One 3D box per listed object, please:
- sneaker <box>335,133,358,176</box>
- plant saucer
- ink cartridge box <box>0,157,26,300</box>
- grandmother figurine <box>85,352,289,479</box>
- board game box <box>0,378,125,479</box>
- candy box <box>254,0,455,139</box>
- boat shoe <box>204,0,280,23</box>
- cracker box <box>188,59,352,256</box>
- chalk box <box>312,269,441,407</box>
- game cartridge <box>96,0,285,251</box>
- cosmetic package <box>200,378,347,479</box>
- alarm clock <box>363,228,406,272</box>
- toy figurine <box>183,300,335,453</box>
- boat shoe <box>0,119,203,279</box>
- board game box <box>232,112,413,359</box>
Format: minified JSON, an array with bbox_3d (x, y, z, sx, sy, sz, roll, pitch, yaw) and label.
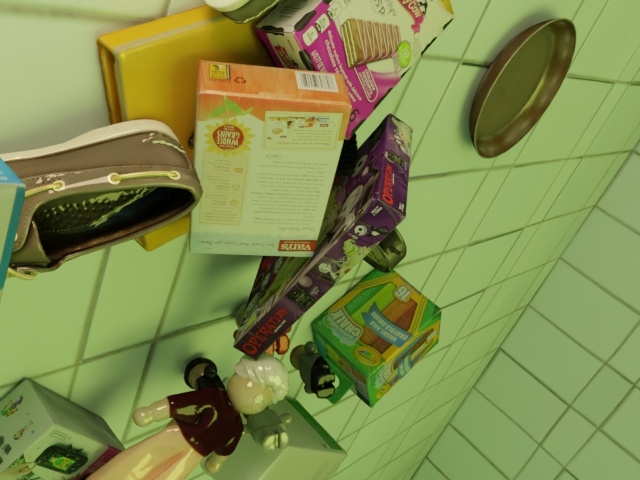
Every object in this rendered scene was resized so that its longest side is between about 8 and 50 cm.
[{"bbox_3d":[0.017,-0.168,0.863,0.057,0.075,0.161,0,99,-32],"label":"sneaker"},{"bbox_3d":[0.402,-0.311,1.311,0.310,0.050,0.310,-35,149,-25],"label":"plant saucer"},{"bbox_3d":[-0.345,-0.025,0.430,0.168,0.233,0.171,-11,134,-51],"label":"ink cartridge box"},{"bbox_3d":[-0.188,0.291,0.944,0.342,0.104,0.208,-39,145,-7],"label":"grandmother figurine"},{"bbox_3d":[-0.450,0.358,0.890,0.303,0.097,0.224,-42,150,-12],"label":"board game box"},{"bbox_3d":[0.051,-0.258,0.759,0.233,0.071,0.159,-51,137,-17],"label":"candy box"},{"bbox_3d":[0.002,-0.334,0.666,0.305,0.109,0.091,-51,147,-5],"label":"boat shoe"},{"bbox_3d":[-0.067,-0.082,0.732,0.156,0.067,0.232,2,135,-13],"label":"cracker box"},{"bbox_3d":[0.102,0.227,1.407,0.289,0.180,0.179,-40,150,-19],"label":"chalk box"},{"bbox_3d":[-0.103,-0.163,0.798,0.324,0.053,0.285,-32,147,-33],"label":"game cartridge"},{"bbox_3d":[-0.107,0.432,1.352,0.155,0.197,0.365,-48,153,-2],"label":"cosmetic package"},{"bbox_3d":[0.095,-0.002,1.192,0.064,0.129,0.192,-43,179,-17],"label":"alarm clock"},{"bbox_3d":[-0.103,0.235,1.112,0.209,0.148,0.213,40,87,-32],"label":"toy figurine"},{"bbox_3d":[-0.276,-0.020,0.624,0.324,0.097,0.116,-22,142,-19],"label":"boat shoe"},{"bbox_3d":[0.000,0.000,0.902,0.347,0.056,0.208,-47,-165,36],"label":"board game box"}]
